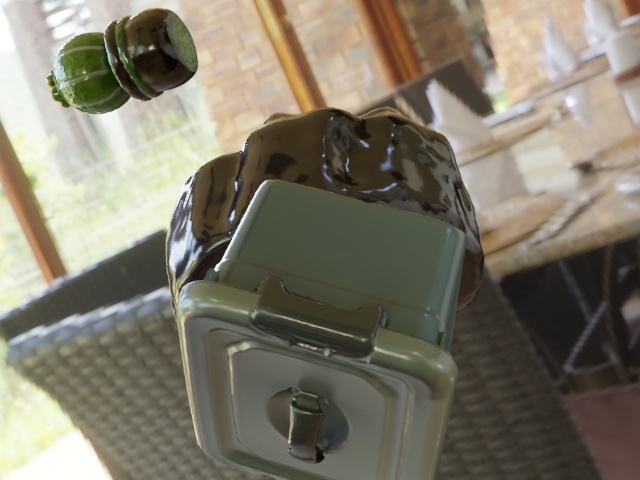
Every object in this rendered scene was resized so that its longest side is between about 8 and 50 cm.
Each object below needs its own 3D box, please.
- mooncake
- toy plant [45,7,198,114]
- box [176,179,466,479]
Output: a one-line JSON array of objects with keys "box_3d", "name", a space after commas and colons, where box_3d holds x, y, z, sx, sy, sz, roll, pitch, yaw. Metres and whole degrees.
[{"box_3d": [0.000, 0.000, 1.156, 0.283, 0.141, 0.283, -7, -37, -5], "name": "mooncake"}, {"box_3d": [-0.219, -0.188, 1.395, 0.162, 0.092, 0.093, -17, 9, 17], "name": "toy plant"}, {"box_3d": [0.006, 0.073, 0.797, 0.162, 0.227, 0.130, 15, 59, 9], "name": "box"}]
